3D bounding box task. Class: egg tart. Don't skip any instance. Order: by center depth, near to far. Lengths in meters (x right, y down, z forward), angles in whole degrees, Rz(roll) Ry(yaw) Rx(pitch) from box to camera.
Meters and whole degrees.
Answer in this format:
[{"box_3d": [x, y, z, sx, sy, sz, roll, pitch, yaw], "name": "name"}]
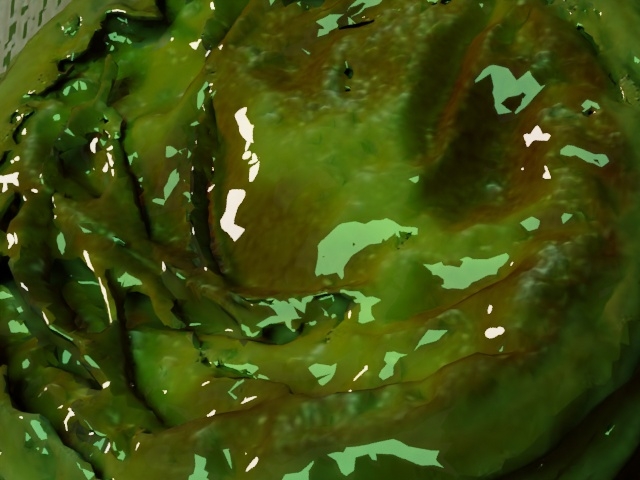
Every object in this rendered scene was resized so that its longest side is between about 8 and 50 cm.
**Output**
[{"box_3d": [0.000, 0.000, 0.599, 0.297, 0.132, 0.297, -12, 55, 17], "name": "egg tart"}]
